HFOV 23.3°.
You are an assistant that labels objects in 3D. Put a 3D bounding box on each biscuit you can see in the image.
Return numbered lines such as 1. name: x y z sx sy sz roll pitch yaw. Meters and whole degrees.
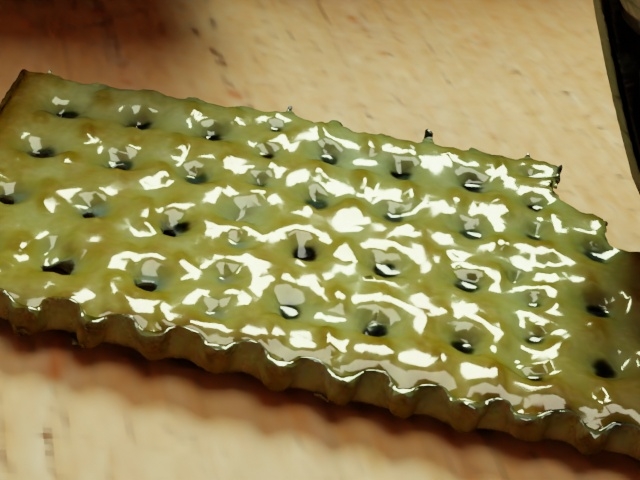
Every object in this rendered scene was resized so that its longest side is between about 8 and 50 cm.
1. biscuit: 0.000 -0.001 0.407 0.203 0.016 0.144 11 28 1

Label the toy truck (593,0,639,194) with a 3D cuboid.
1. toy truck: 0.192 -0.017 0.332 0.155 0.124 0.268 -34 42 -15
